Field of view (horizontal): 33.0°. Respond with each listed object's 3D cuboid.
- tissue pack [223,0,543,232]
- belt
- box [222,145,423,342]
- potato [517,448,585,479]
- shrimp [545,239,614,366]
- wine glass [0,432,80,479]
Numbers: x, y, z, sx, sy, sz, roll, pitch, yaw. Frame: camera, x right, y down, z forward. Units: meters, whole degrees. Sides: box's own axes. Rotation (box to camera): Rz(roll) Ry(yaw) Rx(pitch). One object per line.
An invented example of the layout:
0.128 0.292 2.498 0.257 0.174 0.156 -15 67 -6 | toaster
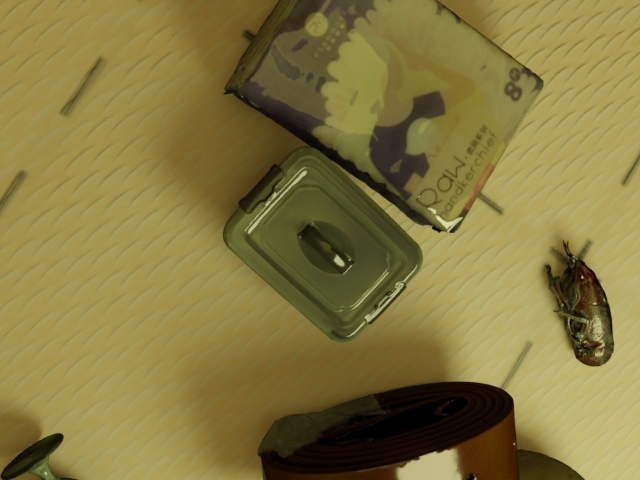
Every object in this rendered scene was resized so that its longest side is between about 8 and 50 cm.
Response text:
0.085 -0.192 1.357 0.344 0.125 0.242 33 86 -17 | tissue pack
0.090 0.276 1.368 0.339 0.217 0.122 -13 106 -19 | belt
0.000 0.000 1.344 0.227 0.130 0.162 42 92 -15 | box
0.286 0.384 1.470 0.235 0.160 0.178 26 50 -4 | potato
0.363 0.087 1.504 0.073 0.075 0.190 -14 109 17 | shrimp
-0.298 0.342 1.321 0.093 0.093 0.202 -34 102 -10 | wine glass
